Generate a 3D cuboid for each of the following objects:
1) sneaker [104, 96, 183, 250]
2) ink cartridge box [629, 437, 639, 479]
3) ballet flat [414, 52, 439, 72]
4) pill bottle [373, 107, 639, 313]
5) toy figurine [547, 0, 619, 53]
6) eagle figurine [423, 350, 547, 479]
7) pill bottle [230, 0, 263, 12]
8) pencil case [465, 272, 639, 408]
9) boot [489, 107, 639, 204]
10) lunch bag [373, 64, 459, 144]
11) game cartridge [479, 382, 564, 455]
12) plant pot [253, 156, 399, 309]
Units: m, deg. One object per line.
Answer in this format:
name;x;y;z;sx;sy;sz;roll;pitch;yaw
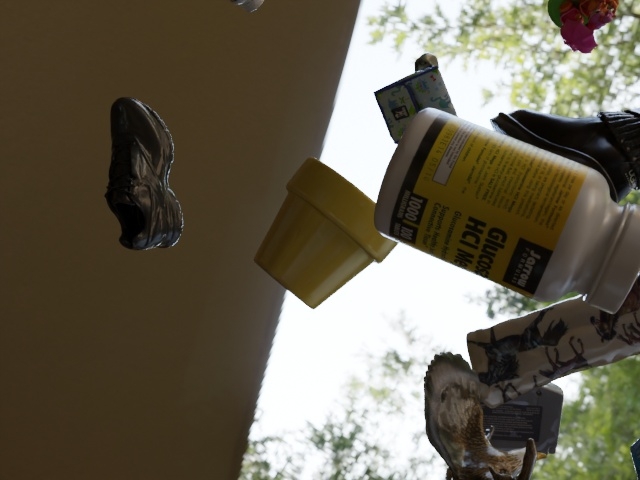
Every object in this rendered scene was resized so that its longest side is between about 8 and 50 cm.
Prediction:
sneaker;-0.333;-0.117;1.579;0.130;0.109;0.286;-23;-78;-59
ink cartridge box;0.530;0.375;1.068;0.129;0.223;0.307;-52;13;29
ballet flat;0.260;-0.357;2.176;0.068;0.072;0.213;-37;-52;-52
pill bottle;0.255;-0.034;1.152;0.188;0.334;0.188;-59;-16;-29
toy figurine;0.542;-0.445;1.748;0.130;0.173;0.159;44;-142;-27
eagle figurine;0.246;0.345;1.383;0.225;0.298;0.226;26;-81;-29
pill bottle;-0.161;-0.487;1.642;0.120;0.067;0.067;40;-104;-34
pencil case;0.475;0.191;1.698;0.183;0.410;0.159;24;-135;-63
boot;0.447;-0.166;1.365;0.260;0.348;0.131;-32;-58;-5
lunch bag;0.205;-0.296;1.904;0.151;0.096;0.128;-23;-78;3
game cartridge;0.415;0.404;2.055;0.060;0.294;0.196;-79;-8;-67
plant pot;0.000;0.000;1.775;0.239;0.254;0.254;-51;-35;-2
